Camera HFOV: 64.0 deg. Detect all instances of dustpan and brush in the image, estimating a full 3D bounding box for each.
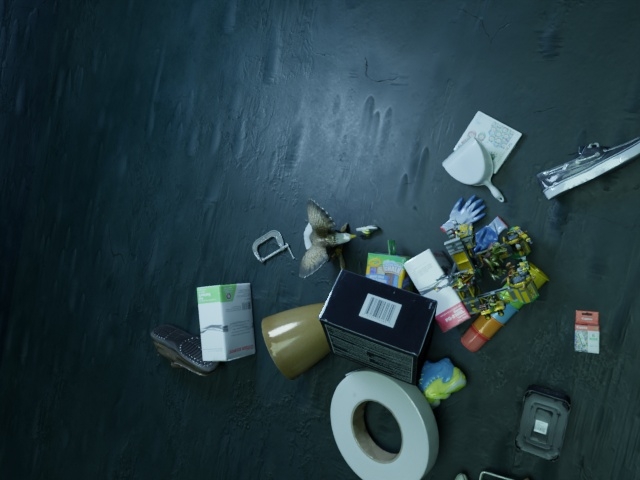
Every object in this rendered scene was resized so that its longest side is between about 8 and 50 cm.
[{"bbox_3d":[0.496,-0.202,1.594,0.147,0.060,0.211,-46,69,44],"label":"dustpan and brush"}]

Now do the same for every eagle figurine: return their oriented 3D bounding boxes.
[{"bbox_3d":[0.009,-0.005,1.703,0.225,0.298,0.226,-40,72,21],"label":"eagle figurine"}]

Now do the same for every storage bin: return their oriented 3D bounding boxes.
[{"bbox_3d":[0.643,0.525,1.483,0.121,0.084,0.180,12,93,27],"label":"storage bin"}]

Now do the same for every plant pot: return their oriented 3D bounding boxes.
[{"bbox_3d":[-0.036,0.319,1.773,0.254,0.237,0.237,-28,76,9],"label":"plant pot"}]

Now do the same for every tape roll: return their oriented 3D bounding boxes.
[{"bbox_3d":[0.197,0.605,1.659,0.391,0.072,0.393,6,98,42],"label":"tape roll"}]

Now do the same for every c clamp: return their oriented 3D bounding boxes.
[{"bbox_3d":[-0.188,0.035,1.957,0.160,0.022,0.137,-24,78,24],"label":"c clamp"}]

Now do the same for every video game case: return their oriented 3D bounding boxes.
[{"bbox_3d":[0.523,-0.308,1.608,0.157,0.019,0.143,37,104,23],"label":"video game case"}]

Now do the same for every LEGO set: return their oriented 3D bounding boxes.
[{"bbox_3d":[0.465,0.042,1.438,0.254,0.331,0.192,-19,115,34],"label":"LEGO set"}]

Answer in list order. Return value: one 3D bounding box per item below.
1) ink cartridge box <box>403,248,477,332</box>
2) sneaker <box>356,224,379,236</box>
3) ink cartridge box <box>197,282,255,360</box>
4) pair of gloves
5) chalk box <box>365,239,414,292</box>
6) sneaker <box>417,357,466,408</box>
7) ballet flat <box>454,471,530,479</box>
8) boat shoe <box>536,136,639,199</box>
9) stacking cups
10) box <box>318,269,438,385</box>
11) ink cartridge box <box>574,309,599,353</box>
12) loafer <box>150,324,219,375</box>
[{"bbox_3d":[0.375,0.149,1.582,0.100,0.172,0.237,-35,74,20],"label":"ink cartridge box"},{"bbox_3d":[0.166,-0.032,1.778,0.083,0.031,0.035,-6,99,31],"label":"sneaker"},{"bbox_3d":[-0.352,0.304,1.932,0.114,0.198,0.273,-8,84,27],"label":"ink cartridge box"},{"bbox_3d":[0.488,-0.038,1.615,0.198,0.023,0.159,47,107,16],"label":"pair of gloves"},{"bbox_3d":[0.232,0.105,1.679,0.131,0.132,0.213,8,93,27],"label":"chalk box"},{"bbox_3d":[0.351,0.463,1.646,0.240,0.091,0.126,-39,54,21],"label":"sneaker"},{"bbox_3d":[0.484,0.770,1.551,0.342,0.116,0.124,-17,61,25],"label":"ballet flat"},{"bbox_3d":[0.765,-0.226,1.440,0.301,0.108,0.102,-30,77,30],"label":"boat shoe"},{"bbox_3d":[0.540,0.201,1.543,0.096,0.096,0.316,45,109,21],"label":"stacking cups"},{"bbox_3d":[0.175,0.262,1.527,0.296,0.294,0.183,18,63,18],"label":"box"},{"bbox_3d":[0.761,0.260,1.462,0.062,0.029,0.115,1,89,27],"label":"ink cartridge box"},{"bbox_3d":[-0.542,0.459,2.081,0.365,0.133,0.130,20,121,36],"label":"loafer"}]
